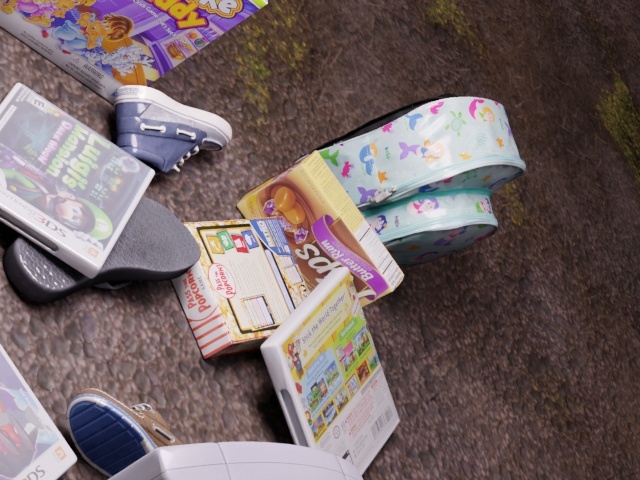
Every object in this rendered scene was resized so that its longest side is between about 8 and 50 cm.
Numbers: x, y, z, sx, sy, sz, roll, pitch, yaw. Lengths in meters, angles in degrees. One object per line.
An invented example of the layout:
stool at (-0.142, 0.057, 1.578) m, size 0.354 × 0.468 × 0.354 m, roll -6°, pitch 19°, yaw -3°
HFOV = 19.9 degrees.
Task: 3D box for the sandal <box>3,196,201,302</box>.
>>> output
sandal at (-0.228, 0.012, 1.865) m, size 0.254 × 0.054 × 0.097 m, roll -9°, pitch 64°, yaw -49°

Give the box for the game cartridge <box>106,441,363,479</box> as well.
game cartridge at (-0.095, 0.253, 1.692) m, size 0.297 × 0.198 × 0.062 m, roll 14°, pitch 53°, yaw -51°

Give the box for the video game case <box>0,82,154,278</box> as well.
video game case at (-0.269, -0.064, 1.837) m, size 0.173 × 0.022 × 0.190 m, roll 34°, pitch 34°, yaw -8°

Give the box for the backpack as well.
backpack at (0.124, -0.076, 2.266) m, size 0.225 × 0.253 × 0.191 m, roll 4°, pitch 61°, yaw -57°

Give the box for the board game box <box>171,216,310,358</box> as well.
board game box at (-0.087, 0.049, 2.040) m, size 0.193 × 0.045 × 0.147 m, roll -3°, pitch 67°, yaw -58°

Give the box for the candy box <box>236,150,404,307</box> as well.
candy box at (0.000, 0.000, 2.155) m, size 0.186 × 0.109 × 0.053 m, roll 55°, pitch 30°, yaw -9°

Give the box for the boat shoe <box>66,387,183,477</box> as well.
boat shoe at (-0.180, 0.196, 1.758) m, size 0.183 × 0.066 × 0.066 m, roll 52°, pitch 24°, yaw -33°

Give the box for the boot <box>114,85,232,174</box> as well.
boot at (-0.169, -0.108, 2.055) m, size 0.190 × 0.069 × 0.086 m, roll 20°, pitch 69°, yaw -53°

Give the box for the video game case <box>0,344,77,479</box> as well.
video game case at (-0.319, 0.155, 1.613) m, size 0.201 × 0.023 × 0.183 m, roll 56°, pitch 29°, yaw -5°

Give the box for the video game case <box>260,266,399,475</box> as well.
video game case at (0.015, 0.165, 2.058) m, size 0.227 × 0.026 × 0.206 m, roll -45°, pitch 120°, yaw -59°

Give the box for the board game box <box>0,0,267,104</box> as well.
board game box at (-0.257, -0.308, 1.912) m, size 0.347 × 0.233 × 0.078 m, roll 34°, pitch 38°, yaw -36°
